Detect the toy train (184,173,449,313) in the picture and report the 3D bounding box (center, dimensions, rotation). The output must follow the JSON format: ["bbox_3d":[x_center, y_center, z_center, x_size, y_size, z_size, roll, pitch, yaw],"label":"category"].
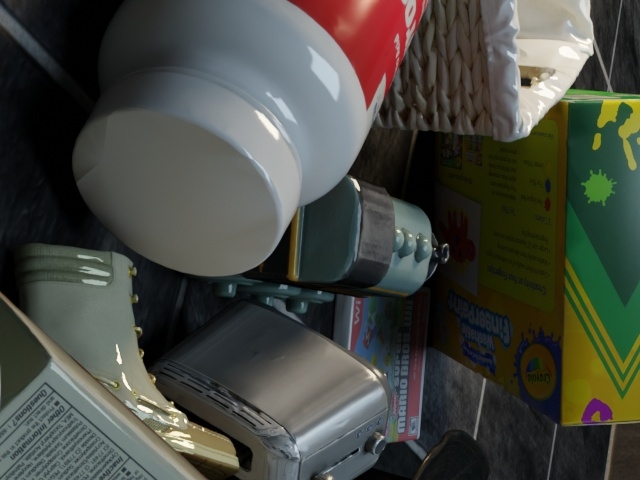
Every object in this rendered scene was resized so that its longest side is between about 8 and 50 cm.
[{"bbox_3d":[0.000,0.000,1.451,0.334,0.190,0.142,18,77,-67],"label":"toy train"}]

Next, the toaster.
[{"bbox_3d":[-0.060,0.148,1.329,0.146,0.227,0.129,-32,142,-45],"label":"toaster"}]

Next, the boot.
[{"bbox_3d":[-0.149,0.098,1.161,0.213,0.077,0.165,24,48,-41],"label":"boot"}]

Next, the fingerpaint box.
[{"bbox_3d":[0.286,-0.003,1.876,0.445,0.163,0.371,-155,-116,-74],"label":"fingerpaint box"}]

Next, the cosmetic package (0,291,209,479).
[{"bbox_3d":[-0.161,0.185,1.009,0.153,0.129,0.296,-44,127,-7],"label":"cosmetic package"}]

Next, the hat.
[{"bbox_3d":[0.057,0.349,1.713,0.331,0.134,0.331,-40,143,-40],"label":"hat"}]

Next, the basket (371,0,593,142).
[{"bbox_3d":[0.130,-0.311,1.621,0.328,0.266,0.331,-46,135,-57],"label":"basket"}]

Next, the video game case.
[{"bbox_3d":[0.075,0.151,1.868,0.285,0.025,0.204,11,83,-67],"label":"video game case"}]

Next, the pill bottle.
[{"bbox_3d":[-0.046,-0.173,1.266,0.229,0.229,0.407,72,31,-41],"label":"pill bottle"}]
